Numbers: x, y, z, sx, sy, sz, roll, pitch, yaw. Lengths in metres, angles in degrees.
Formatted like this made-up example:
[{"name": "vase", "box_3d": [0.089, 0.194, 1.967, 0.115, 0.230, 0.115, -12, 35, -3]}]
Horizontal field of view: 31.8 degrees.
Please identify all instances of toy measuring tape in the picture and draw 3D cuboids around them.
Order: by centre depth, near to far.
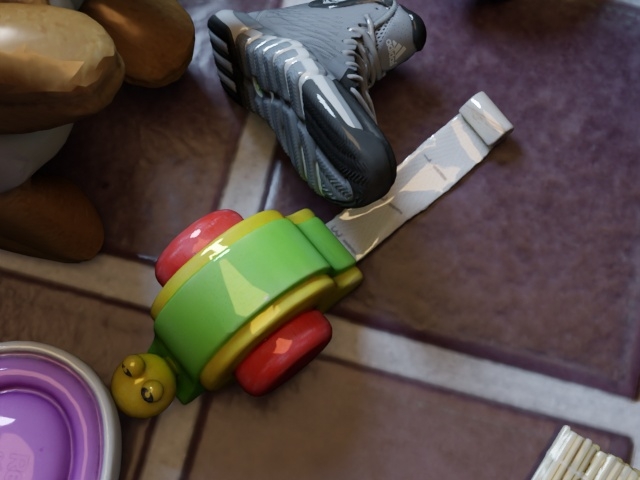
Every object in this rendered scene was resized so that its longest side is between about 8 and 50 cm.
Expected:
[{"name": "toy measuring tape", "box_3d": [0.000, 0.000, 0.721, 0.330, 0.121, 0.121, -38, 80, -10]}]

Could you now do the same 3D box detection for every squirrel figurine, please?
[{"name": "squirrel figurine", "box_3d": [-0.255, -0.224, 0.698, 0.397, 0.281, 0.370, 12, 70, -1]}]

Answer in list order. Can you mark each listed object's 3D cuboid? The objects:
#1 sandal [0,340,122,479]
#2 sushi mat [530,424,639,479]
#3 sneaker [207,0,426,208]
[{"name": "sandal", "box_3d": [-0.202, 0.250, 0.599, 0.169, 0.102, 0.416, 2, 70, -3]}, {"name": "sushi mat", "box_3d": [0.139, 0.287, 0.702, 0.151, 0.019, 0.316, 32, 78, 7]}, {"name": "sneaker", "box_3d": [0.024, -0.111, 0.725, 0.132, 0.086, 0.229, -21, 39, -17]}]
